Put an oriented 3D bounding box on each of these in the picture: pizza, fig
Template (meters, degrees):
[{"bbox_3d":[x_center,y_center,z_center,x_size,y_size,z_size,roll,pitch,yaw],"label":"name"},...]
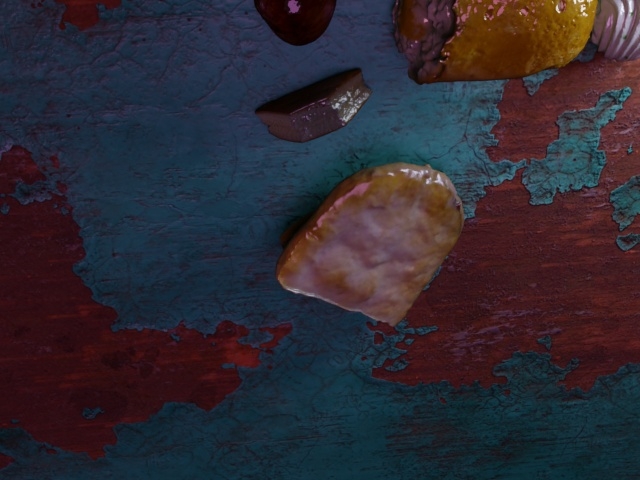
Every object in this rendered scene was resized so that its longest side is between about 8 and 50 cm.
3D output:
[{"bbox_3d":[0.000,0.000,2.192,0.188,0.062,0.199,-27,133,-6],"label":"pizza"},{"bbox_3d":[-0.029,-0.503,1.799,0.207,0.175,0.175,-44,119,4],"label":"fig"}]

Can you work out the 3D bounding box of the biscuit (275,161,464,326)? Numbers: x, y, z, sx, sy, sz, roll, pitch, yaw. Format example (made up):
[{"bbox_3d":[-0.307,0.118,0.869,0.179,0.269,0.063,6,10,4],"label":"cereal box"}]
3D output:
[{"bbox_3d":[0.133,-0.003,2.147,0.429,0.104,0.446,16,119,-33],"label":"biscuit"}]

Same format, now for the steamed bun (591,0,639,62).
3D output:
[{"bbox_3d":[0.669,-0.468,1.929,0.182,0.106,0.183,-4,123,-6],"label":"steamed bun"}]

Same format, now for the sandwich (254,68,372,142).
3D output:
[{"bbox_3d":[-0.012,-0.288,1.978,0.258,0.096,0.094,-22,129,11],"label":"sandwich"}]

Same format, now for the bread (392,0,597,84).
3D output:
[{"bbox_3d":[0.359,-0.485,1.791,0.394,0.250,0.361,-3,125,-6],"label":"bread"}]
